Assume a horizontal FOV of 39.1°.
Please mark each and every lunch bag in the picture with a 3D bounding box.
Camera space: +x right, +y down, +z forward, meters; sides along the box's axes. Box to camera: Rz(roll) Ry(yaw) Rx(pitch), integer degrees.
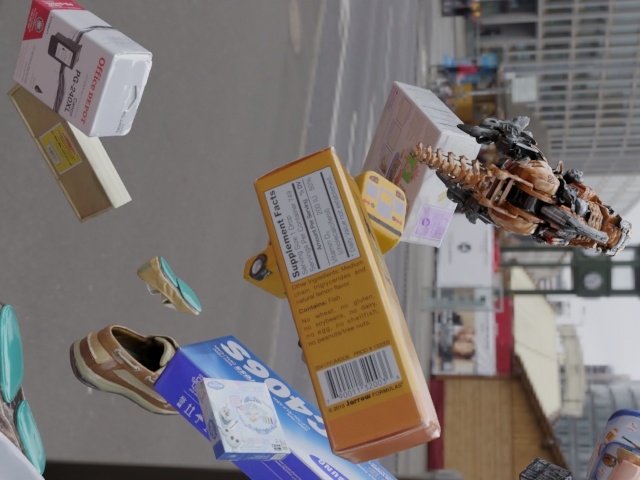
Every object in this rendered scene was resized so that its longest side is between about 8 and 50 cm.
[{"bbox_3d":[0.685,0.486,1.861,0.303,0.243,0.115,87,23,-47],"label":"lunch bag"}]

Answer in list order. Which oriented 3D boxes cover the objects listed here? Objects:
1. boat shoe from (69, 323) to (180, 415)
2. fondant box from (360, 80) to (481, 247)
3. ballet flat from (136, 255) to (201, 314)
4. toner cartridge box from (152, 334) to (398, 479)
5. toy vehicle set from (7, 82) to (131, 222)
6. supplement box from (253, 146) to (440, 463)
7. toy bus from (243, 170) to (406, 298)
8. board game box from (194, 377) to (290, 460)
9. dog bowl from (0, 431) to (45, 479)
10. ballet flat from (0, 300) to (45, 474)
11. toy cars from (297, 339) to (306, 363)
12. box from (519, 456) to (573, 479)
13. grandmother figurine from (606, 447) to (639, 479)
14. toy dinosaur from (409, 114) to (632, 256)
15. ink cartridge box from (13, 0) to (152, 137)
[{"bbox_3d":[-0.319,0.242,1.709,0.324,0.120,0.123,29,29,-49],"label":"boat shoe"},{"bbox_3d":[0.198,-0.166,1.883,0.330,0.096,0.238,-113,-142,-61],"label":"fondant box"},{"bbox_3d":[-0.361,0.114,2.135,0.232,0.073,0.080,60,6,-49],"label":"ballet flat"},{"bbox_3d":[-0.053,0.273,1.241,0.075,0.348,0.165,-55,164,14],"label":"toner cartridge box"},{"bbox_3d":[-0.437,-0.165,1.560,0.035,0.166,0.267,-34,103,-34],"label":"toy vehicle set"},{"bbox_3d":[0.019,0.049,0.706,0.078,0.080,0.233,50,22,-66],"label":"supplement box"},{"bbox_3d":[0.000,0.000,1.631,0.108,0.332,0.130,29,55,-30],"label":"toy bus"},{"bbox_3d":[-0.084,0.193,0.969,0.090,0.020,0.090,14,42,-42],"label":"board game box"},{"bbox_3d":[-0.371,0.332,1.031,0.265,0.104,0.265,49,-12,15],"label":"dog bowl"},{"bbox_3d":[-0.508,0.244,1.391,0.107,0.106,0.316,-93,179,-71],"label":"ballet flat"},{"bbox_3d":[-0.021,0.113,2.104,0.176,0.087,0.394,-31,-105,58],"label":"toy cars"},{"bbox_3d":[0.450,0.472,1.799,0.067,0.083,0.018,-30,122,-35],"label":"box"},{"bbox_3d":[0.510,0.551,1.638,0.104,0.207,0.342,45,71,-40],"label":"grandmother figurine"},{"bbox_3d":[0.267,-0.073,1.186,0.322,0.164,0.218,41,7,-30],"label":"toy dinosaur"},{"bbox_3d":[-0.283,-0.205,1.067,0.063,0.150,0.109,-15,135,-55],"label":"ink cartridge box"}]
